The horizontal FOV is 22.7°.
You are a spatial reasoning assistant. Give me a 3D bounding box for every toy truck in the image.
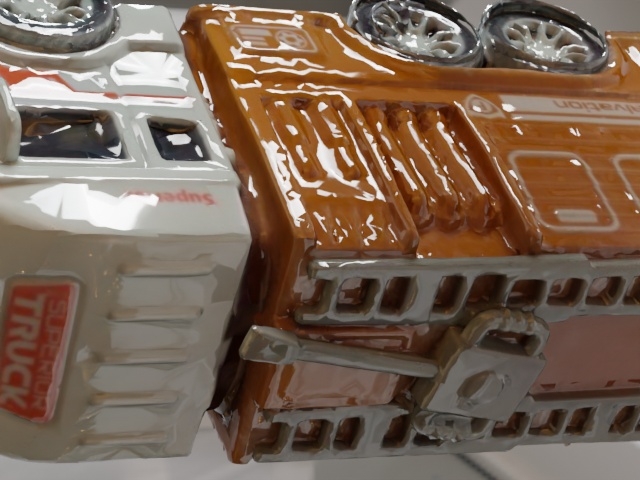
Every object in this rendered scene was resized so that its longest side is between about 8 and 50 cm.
[{"bbox_3d":[0.000,0.000,0.730,0.207,0.387,0.173,-117,-146,-47],"label":"toy truck"}]
